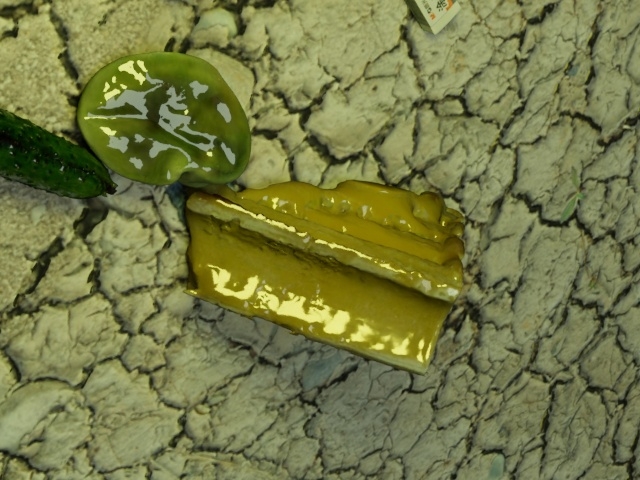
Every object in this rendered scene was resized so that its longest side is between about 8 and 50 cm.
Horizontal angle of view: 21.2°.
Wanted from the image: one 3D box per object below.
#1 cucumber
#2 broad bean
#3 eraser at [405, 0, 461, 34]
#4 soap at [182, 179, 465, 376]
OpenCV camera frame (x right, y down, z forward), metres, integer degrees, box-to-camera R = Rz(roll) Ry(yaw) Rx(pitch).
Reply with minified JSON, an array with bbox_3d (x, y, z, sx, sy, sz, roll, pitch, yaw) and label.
[{"bbox_3d":[-0.298,-0.087,1.783,0.227,0.069,0.069,23,96,-47],"label":"cucumber"},{"bbox_3d":[-0.164,-0.129,1.862,0.207,0.072,0.153,26,78,-41],"label":"broad bean"},{"bbox_3d":[0.121,-0.305,2.031,0.052,0.029,0.122,-46,131,-11],"label":"eraser"},{"bbox_3d":[0.000,0.000,2.078,0.339,0.304,0.169,20,108,-2],"label":"soap"}]
